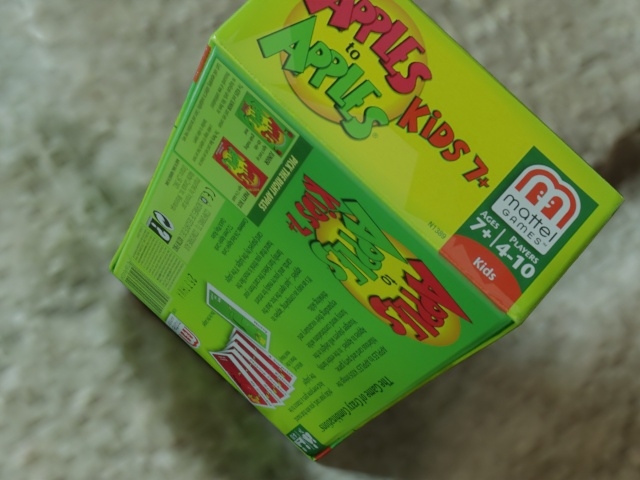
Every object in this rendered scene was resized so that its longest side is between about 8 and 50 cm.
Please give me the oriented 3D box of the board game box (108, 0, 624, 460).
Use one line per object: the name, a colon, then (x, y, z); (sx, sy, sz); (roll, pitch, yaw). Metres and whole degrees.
board game box: (0.000, 0.000, 0.418); (0.092, 0.181, 0.043); (43, 67, 1)
